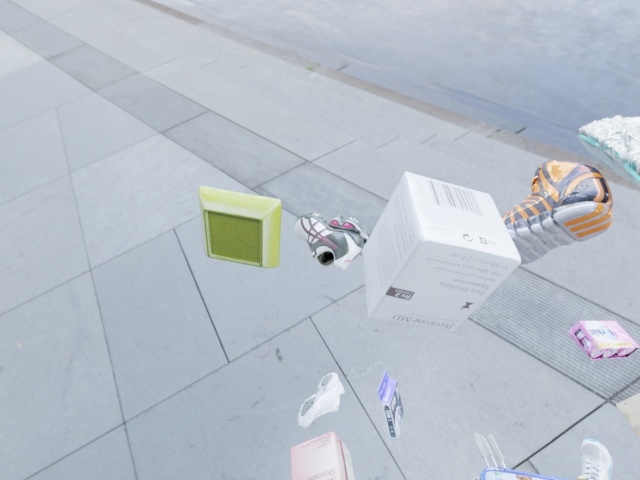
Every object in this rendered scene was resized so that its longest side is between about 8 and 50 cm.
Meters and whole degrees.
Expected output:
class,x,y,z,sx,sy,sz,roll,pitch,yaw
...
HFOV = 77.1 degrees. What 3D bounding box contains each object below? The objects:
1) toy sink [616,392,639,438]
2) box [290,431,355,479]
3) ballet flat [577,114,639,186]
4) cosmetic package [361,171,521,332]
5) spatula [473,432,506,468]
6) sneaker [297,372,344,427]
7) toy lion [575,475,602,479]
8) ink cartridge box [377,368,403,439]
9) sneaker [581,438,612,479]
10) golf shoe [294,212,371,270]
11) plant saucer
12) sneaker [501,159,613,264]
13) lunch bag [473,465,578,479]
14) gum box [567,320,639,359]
class,x,y,z,sx,sy,sz,roll,pitch,yaw
toy sink,1.087,0.541,1.275,0.234,0.153,0.131,15,40,-33
box,0.011,0.683,1.106,0.148,0.127,0.232,-25,30,7
ballet flat,0.628,-0.166,0.761,0.147,0.147,0.409,4,29,13
cosmetic package,0.169,0.023,0.623,0.151,0.184,0.151,12,43,-11
spatula,0.630,0.813,1.432,0.019,0.168,0.242,-15,68,-16
sneaker,0.015,0.611,1.488,0.232,0.090,0.115,-43,101,-31
toy lion,0.703,0.671,1.069,0.100,0.096,0.034,19,30,-14
ink cartridge box,0.298,0.677,1.684,0.045,0.206,0.208,-13,94,19
sneaker,0.913,0.781,1.333,0.087,0.092,0.229,-6,87,43
golf shoe,0.000,0.000,1.015,0.273,0.105,0.120,7,65,57
plant saucer,-0.185,-0.015,0.892,0.188,0.188,0.045,10,36,6
sneaker,0.475,-0.059,0.906,0.321,0.124,0.180,-25,37,47
lunch bag,0.510,0.618,0.922,0.303,0.243,0.115,-4,85,28
gum box,0.917,0.323,1.309,0.188,0.062,0.107,4,40,-20
